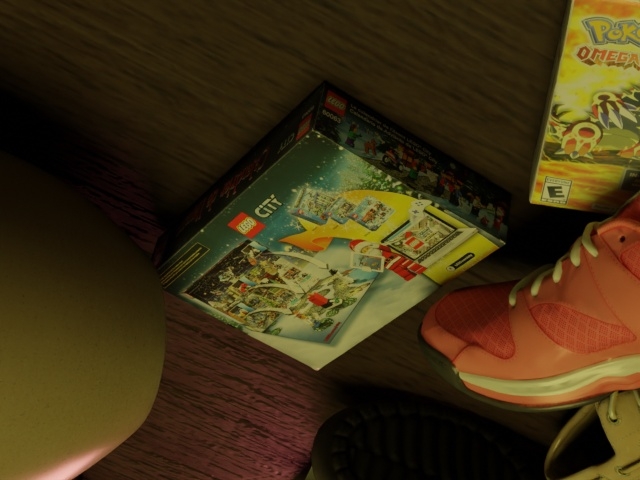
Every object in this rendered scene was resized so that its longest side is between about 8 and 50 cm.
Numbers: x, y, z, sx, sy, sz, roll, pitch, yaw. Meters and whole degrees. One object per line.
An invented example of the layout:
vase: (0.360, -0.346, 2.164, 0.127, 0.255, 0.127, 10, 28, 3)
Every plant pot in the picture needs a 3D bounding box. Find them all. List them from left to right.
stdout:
plant pot: (-0.221, 0.068, 1.007, 0.191, 0.284, 0.284, 6, 148, -27)

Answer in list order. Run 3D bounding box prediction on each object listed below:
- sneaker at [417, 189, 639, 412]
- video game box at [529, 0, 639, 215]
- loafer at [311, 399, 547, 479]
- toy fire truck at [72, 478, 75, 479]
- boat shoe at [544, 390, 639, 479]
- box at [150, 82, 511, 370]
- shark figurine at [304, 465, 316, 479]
sneaker: (0.195, 0.026, 0.894, 0.313, 0.116, 0.136, -2, 113, 38)
video game box: (0.237, -0.079, 0.838, 0.205, 0.048, 0.187, 8, 141, 6)
loafer: (0.149, 0.252, 1.212, 0.366, 0.134, 0.130, 23, 141, -12)
toy fire truck: (-0.361, 0.309, 1.340, 0.217, 0.246, 0.158, 4, 142, 11)
boat shoe: (0.246, 0.122, 1.045, 0.098, 0.109, 0.302, 14, 148, -3)
box: (0.000, 0.000, 1.008, 0.159, 0.044, 0.233, 30, 139, -20)
shark figurine: (-0.014, 0.243, 1.258, 0.166, 0.116, 0.278, 28, -161, 37)
